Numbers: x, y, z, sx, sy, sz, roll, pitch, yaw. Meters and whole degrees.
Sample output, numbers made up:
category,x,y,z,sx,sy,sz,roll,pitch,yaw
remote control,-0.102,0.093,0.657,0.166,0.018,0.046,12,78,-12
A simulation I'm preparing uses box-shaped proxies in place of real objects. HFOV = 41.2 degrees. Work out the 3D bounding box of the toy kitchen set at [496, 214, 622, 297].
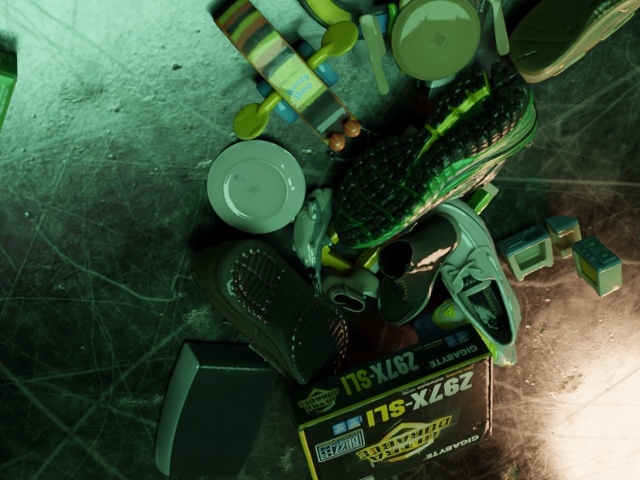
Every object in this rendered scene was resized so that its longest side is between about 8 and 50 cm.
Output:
category,x,y,z,sx,sy,sz,roll,pitch,yaw
toy kitchen set,0.343,0.034,1.358,0.207,0.166,0.122,-26,124,-3

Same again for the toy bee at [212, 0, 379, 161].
category,x,y,z,sx,sy,sz,roll,pitch,yaw
toy bee,-0.004,-0.195,1.107,0.298,0.162,0.195,19,110,-27

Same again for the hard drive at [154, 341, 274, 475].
category,x,y,z,sx,sy,sz,roll,pitch,yaw
hard drive,-0.172,0.286,1.402,0.172,0.054,0.255,7,117,-22

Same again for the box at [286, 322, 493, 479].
category,x,y,z,sx,sy,sz,roll,pitch,yaw
box,0.121,0.287,1.387,0.322,0.079,0.257,-19,136,-8

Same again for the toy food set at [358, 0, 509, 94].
category,x,y,z,sx,sy,sz,roll,pitch,yaw
toy food set,0.151,-0.278,1.132,0.192,0.038,0.132,-17,123,0

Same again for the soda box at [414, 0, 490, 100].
category,x,y,z,sx,sy,sz,roll,pitch,yaw
soda box,0.184,-0.281,1.183,0.060,0.053,0.169,1,119,-20

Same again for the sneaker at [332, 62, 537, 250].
category,x,y,z,sx,sy,sz,roll,pitch,yaw
sneaker,0.167,-0.090,1.209,0.343,0.134,0.146,-35,145,15

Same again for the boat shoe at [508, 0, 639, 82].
category,x,y,z,sx,sy,sz,roll,pitch,yaw
boat shoe,0.393,-0.341,1.200,0.302,0.109,0.098,-44,163,9

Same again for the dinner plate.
category,x,y,z,sx,sy,sz,roll,pitch,yaw
dinner plate,-0.092,-0.073,1.211,0.141,0.017,0.141,0,111,1

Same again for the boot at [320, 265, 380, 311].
category,x,y,z,sx,sy,sz,roll,pitch,yaw
boot,0.051,0.077,1.295,0.118,0.087,0.042,13,117,-24

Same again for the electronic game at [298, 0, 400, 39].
category,x,y,z,sx,sy,sz,roll,pitch,yaw
electronic game,0.068,-0.371,1.093,0.229,0.048,0.229,-8,122,-14

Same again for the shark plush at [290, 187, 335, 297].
category,x,y,z,sx,sy,sz,roll,pitch,yaw
shark plush,0.000,0.000,1.247,0.067,0.161,0.073,4,160,-40

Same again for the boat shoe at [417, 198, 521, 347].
category,x,y,z,sx,sy,sz,roll,pitch,yaw
boat shoe,0.229,0.052,1.307,0.096,0.088,0.267,-22,113,18

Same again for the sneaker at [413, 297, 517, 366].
category,x,y,z,sx,sy,sz,roll,pitch,yaw
sneaker,0.244,0.165,1.468,0.126,0.091,0.240,-19,143,30

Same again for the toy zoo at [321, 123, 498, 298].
category,x,y,z,sx,sy,sz,roll,pitch,yaw
toy zoo,0.119,-0.016,1.334,0.192,0.030,0.293,31,106,-31

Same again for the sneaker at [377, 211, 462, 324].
category,x,y,z,sx,sy,sz,roll,pitch,yaw
sneaker,0.114,0.054,1.266,0.118,0.083,0.222,-21,146,-42

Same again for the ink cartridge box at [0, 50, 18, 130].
category,x,y,z,sx,sy,sz,roll,pitch,yaw
ink cartridge box,-0.482,-0.172,1.001,0.208,0.087,0.153,16,114,-27

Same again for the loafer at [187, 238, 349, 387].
category,x,y,z,sx,sy,sz,roll,pitch,yaw
loafer,-0.073,0.106,1.306,0.134,0.130,0.366,-56,138,-22
